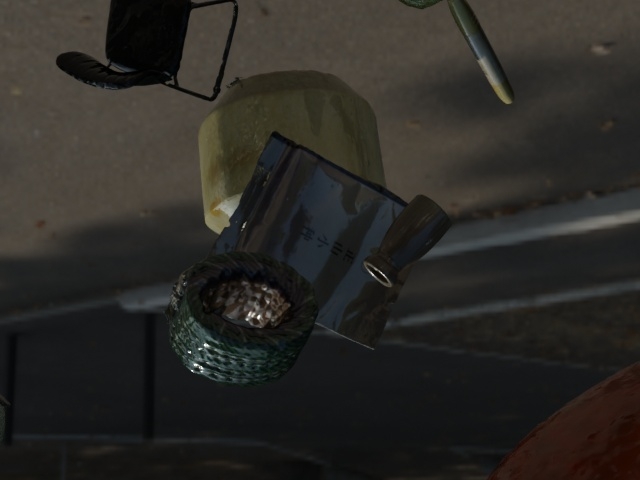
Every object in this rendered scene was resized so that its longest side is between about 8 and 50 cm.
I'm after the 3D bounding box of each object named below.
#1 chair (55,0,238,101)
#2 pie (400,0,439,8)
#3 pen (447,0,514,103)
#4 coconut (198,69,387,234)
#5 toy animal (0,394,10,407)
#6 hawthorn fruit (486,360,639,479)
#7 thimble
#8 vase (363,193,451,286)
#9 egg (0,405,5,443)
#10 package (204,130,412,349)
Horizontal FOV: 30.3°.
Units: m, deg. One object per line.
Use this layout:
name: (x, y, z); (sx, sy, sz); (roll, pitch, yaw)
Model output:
chair: (-0.229, -0.268, 1.553); (0.140, 0.145, 0.221); (16, -168, 22)
pie: (0.107, -0.391, 1.638); (0.187, 0.041, 0.187); (30, 165, 9)
pen: (0.247, -0.293, 1.804); (0.032, 0.040, 0.233); (-16, 137, 22)
coconut: (-0.042, -0.107, 1.881); (0.323, 0.323, 0.323); (-1, 166, 0)
toy animal: (-0.347, 0.162, 1.082); (0.062, 0.108, 0.220); (-39, 160, 13)
hawthorn fruit: (0.219, 0.158, 0.577); (0.276, 0.307, 0.276); (30, 155, 16)
thimble: (-0.076, 0.078, 1.147); (0.135, 0.118, 0.090); (0, 140, -27)
vase: (0.095, 0.002, 1.306); (0.053, 0.101, 0.053); (39, 167, 11)
egg: (-0.555, 0.266, 1.792); (0.151, 0.151, 0.209); (2, 133, -10)
package: (0.000, 0.000, 1.540); (0.251, 0.204, 0.062); (28, 174, -13)
